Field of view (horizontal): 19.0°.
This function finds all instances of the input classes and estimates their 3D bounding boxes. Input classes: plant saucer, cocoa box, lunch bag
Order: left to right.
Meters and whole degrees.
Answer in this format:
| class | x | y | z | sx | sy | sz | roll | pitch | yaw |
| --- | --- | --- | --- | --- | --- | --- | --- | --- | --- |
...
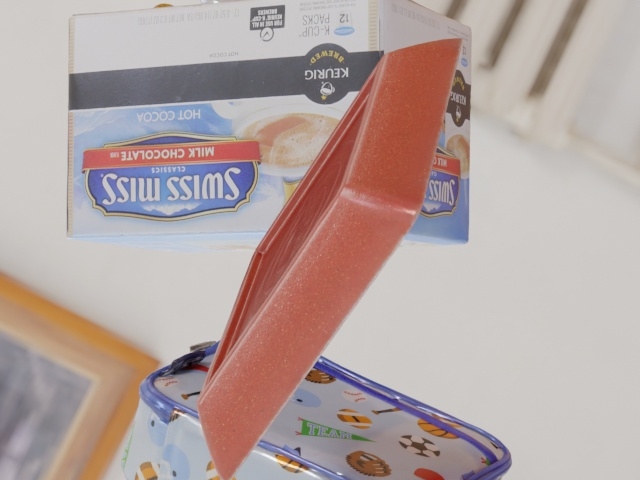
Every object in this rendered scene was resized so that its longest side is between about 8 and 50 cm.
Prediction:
| class | x | y | z | sx | sy | sz | roll | pitch | yaw |
| --- | --- | --- | --- | --- | --- | --- | --- | --- | --- |
| cocoa box | -0.049 | -0.106 | 1.884 | 0.347 | 0.227 | 0.231 | -1 | 176 | 25 |
| lunch bag | -0.004 | 0.178 | 1.618 | 0.303 | 0.115 | 0.243 | 25 | -156 | 25 |
| plant saucer | 0.000 | 0.000 | 1.301 | 0.048 | 0.259 | 0.258 | 30 | -148 | -8 |

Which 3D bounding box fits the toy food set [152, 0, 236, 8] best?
| class | x | y | z | sx | sy | sz | roll | pitch | yaw |
| --- | --- | --- | --- | --- | --- | --- | --- | --- | --- |
| toy food set | -0.077 | -0.221 | 2.071 | 0.232 | 0.104 | 0.111 | -10 | 121 | 9 |
